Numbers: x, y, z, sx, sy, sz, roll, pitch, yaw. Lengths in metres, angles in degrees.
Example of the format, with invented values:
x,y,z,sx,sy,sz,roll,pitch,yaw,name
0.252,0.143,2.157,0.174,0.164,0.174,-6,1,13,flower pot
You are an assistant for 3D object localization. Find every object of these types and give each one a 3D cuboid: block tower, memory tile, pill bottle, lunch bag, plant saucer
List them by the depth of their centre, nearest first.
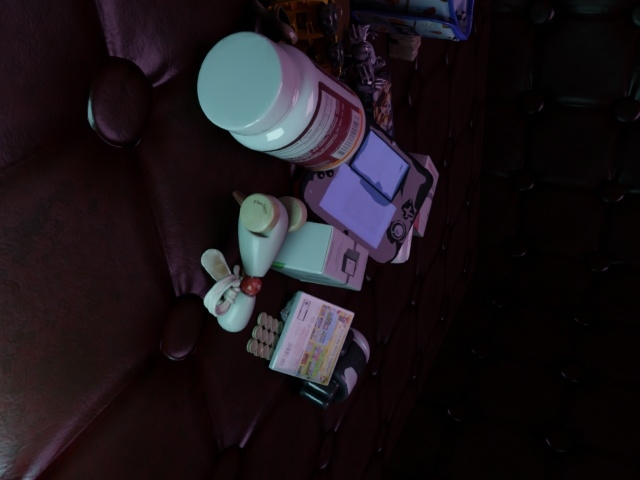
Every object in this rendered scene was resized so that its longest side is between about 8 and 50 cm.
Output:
x,y,z,sx,sy,sz,roll,pitch,yaw,name
-0.072,-0.286,1.303,0.392,0.224,0.223,9,92,-65,pill bottle
0.035,-0.608,1.622,0.199,0.036,0.198,-37,132,-55,plant saucer
-0.146,0.257,1.623,0.148,0.012,0.113,46,59,-62,memory tile
0.244,-0.721,1.672,0.238,0.328,0.385,-60,151,-23,lunch bag
0.279,-0.761,1.968,0.335,0.097,0.091,88,23,-45,block tower

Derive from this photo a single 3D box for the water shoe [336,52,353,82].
x,y,z,sx,sy,sz,roll,pitch,yaw,name
0.023,-0.442,1.610,0.203,0.080,0.072,-62,150,-33,water shoe

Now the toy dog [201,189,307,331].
x,y,z,sx,sy,sz,roll,pitch,yaw,name
-0.176,0.019,1.351,0.333,0.161,0.220,-57,154,-11,toy dog

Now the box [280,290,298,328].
x,y,z,sx,sy,sz,roll,pitch,yaw,name
-0.073,0.228,1.748,0.094,0.027,0.137,-51,143,-45,box

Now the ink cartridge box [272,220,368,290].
x,y,z,sx,sy,sz,roll,pitch,yaw,name
-0.023,0.036,1.559,0.289,0.211,0.121,31,70,-65,ink cartridge box

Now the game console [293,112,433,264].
x,y,z,sx,sy,sz,roll,pitch,yaw,name
0.132,-0.152,1.722,0.387,0.060,0.341,37,76,-28,game console

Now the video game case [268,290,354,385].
x,y,z,sx,sy,sz,roll,pitch,yaw,name
-0.021,0.280,1.720,0.206,0.026,0.226,26,82,-34,video game case

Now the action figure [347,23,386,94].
x,y,z,sx,sy,sz,roll,pitch,yaw,name
0.136,-0.513,1.740,0.285,0.099,0.185,12,74,-82,action figure

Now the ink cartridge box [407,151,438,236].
x,y,z,sx,sy,sz,roll,pitch,yaw,name
0.365,-0.181,2.408,0.207,0.117,0.282,36,68,-63,ink cartridge box

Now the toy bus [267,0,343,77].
x,y,z,sx,sy,sz,roll,pitch,yaw,name
-0.022,-0.521,1.438,0.220,0.150,0.211,70,23,-52,toy bus

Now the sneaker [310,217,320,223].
x,y,z,sx,sy,sz,roll,pitch,yaw,name
0.000,0.000,1.749,0.086,0.085,0.237,-8,105,-58,sneaker

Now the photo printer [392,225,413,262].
x,y,z,sx,sy,sz,roll,pitch,yaw,name
0.204,-0.104,1.960,0.107,0.256,0.307,1,102,-25,photo printer

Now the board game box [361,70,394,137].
x,y,z,sx,sy,sz,roll,pitch,yaw,name
0.194,-0.421,2.032,0.165,0.042,0.243,-53,145,-44,board game box

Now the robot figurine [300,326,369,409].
x,y,z,sx,sy,sz,roll,pitch,yaw,name
0.042,0.388,1.898,0.173,0.209,0.278,57,42,-16,robot figurine

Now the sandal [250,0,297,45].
x,y,z,sx,sy,sz,roll,pitch,yaw,name
-0.087,-0.462,1.270,0.049,0.180,0.072,-44,136,4,sandal
